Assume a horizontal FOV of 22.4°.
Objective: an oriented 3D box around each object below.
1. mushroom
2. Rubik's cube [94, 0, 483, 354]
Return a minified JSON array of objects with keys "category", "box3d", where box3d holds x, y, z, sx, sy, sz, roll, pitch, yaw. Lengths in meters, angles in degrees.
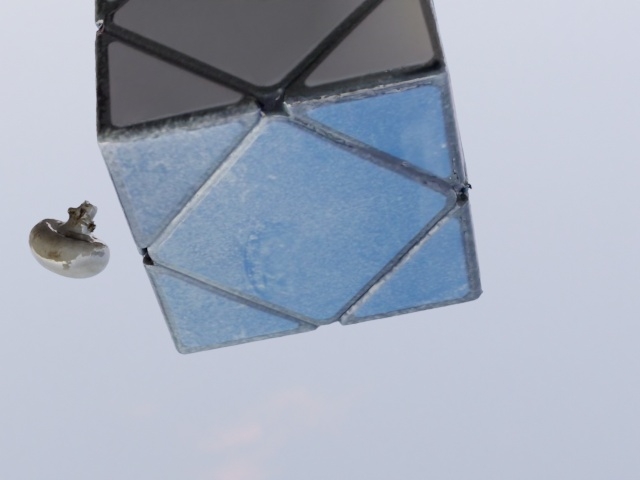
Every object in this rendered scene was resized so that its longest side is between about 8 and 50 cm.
[{"category":"mushroom","box3d":[-0.249,-0.004,1.628,0.085,0.079,0.085,18,-166,-5]},{"category":"Rubik's cube","box3d":[-0.020,-0.079,1.016,0.205,0.205,0.207,-10,-134,3]}]
